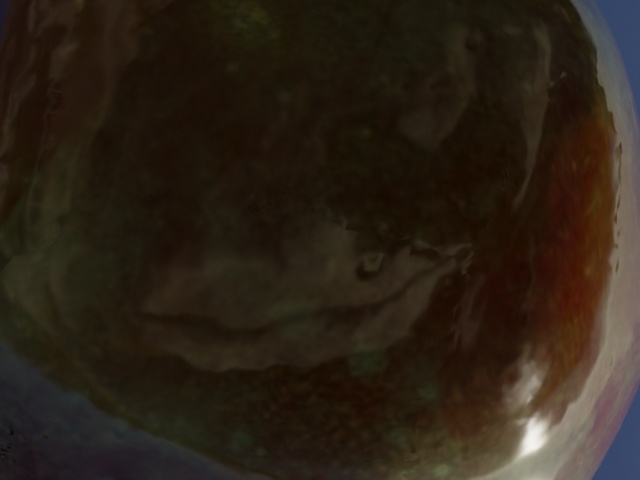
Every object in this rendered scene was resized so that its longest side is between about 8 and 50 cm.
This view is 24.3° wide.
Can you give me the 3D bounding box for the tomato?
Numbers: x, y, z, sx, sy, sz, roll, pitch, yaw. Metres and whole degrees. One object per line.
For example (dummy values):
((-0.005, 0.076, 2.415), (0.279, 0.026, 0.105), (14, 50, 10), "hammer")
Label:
((0.000, 0.000, 0.484), (0.222, 0.270, 0.270), (12, -121, 15), "tomato")
